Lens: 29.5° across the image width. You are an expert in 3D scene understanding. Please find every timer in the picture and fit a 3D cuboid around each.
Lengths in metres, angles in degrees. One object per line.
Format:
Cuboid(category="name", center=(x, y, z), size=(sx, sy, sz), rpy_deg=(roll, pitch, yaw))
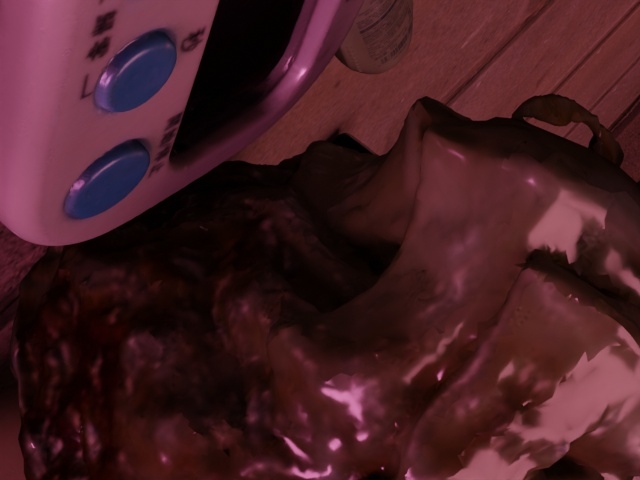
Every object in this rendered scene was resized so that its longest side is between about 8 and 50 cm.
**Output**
Cuboid(category="timer", center=(-0.059, -0.122, 0.545), size=(0.237, 0.087, 0.262), rpy_deg=(-39, 164, -38))

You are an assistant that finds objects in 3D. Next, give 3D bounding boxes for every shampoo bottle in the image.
Cuboid(category="shampoo bottle", center=(0.029, -0.163, 0.817), size=(0.072, 0.049, 0.212), rpy_deg=(-45, 168, -1))

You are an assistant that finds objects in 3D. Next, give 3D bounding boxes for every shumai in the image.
Cuboid(category="shumai", center=(0.046, 0.060, 0.672), size=(0.348, 0.395, 0.395), rpy_deg=(-41, 175, 39))

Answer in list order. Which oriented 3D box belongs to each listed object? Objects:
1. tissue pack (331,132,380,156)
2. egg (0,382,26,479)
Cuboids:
Cuboid(category="tissue pack", center=(0.000, -0.001, 1.073), size=(0.170, 0.103, 0.090), rpy_deg=(-46, 163, -15))
Cuboid(category="egg", center=(-0.191, 0.197, 0.808), size=(0.186, 0.186, 0.242), rpy_deg=(-29, 153, -57))
